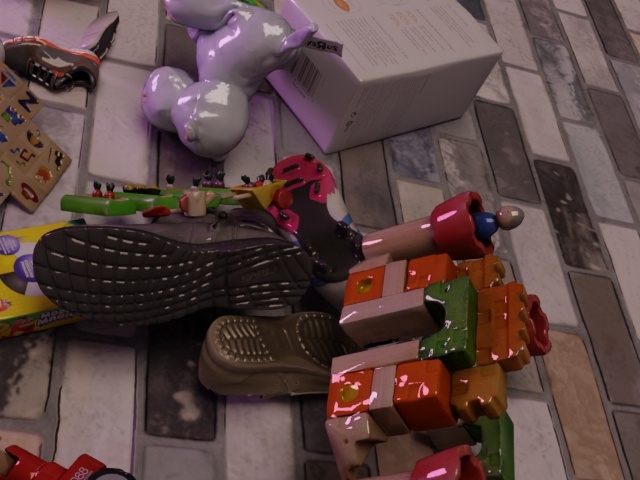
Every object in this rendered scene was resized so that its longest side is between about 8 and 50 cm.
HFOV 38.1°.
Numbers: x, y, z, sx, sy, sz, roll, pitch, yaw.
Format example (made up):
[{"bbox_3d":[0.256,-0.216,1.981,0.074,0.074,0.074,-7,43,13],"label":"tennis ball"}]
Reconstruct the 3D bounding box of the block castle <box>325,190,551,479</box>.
[{"bbox_3d":[0.180,0.184,1.088,0.303,0.213,0.453,54,32,-35],"label":"block castle"}]

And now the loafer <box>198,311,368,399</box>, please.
[{"bbox_3d":[-0.047,0.150,1.185,0.269,0.092,0.102,12,47,-38],"label":"loafer"}]

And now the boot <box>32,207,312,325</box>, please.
[{"bbox_3d":[-0.195,0.017,1.174,0.338,0.118,0.223,6,14,-22],"label":"boot"}]

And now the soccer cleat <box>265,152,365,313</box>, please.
[{"bbox_3d":[0.000,0.000,1.339,0.116,0.143,0.331,-24,38,-2],"label":"soccer cleat"}]

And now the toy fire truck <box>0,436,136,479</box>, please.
[{"bbox_3d":[-0.327,0.273,0.908,0.246,0.158,0.217,25,44,13],"label":"toy fire truck"}]

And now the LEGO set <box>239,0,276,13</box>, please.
[{"bbox_3d":[-0.164,-0.396,1.603,0.227,0.087,0.093,43,31,13],"label":"LEGO set"}]

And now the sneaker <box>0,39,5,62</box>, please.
[{"bbox_3d":[-0.601,-0.263,1.256,0.296,0.123,0.178,20,36,-11],"label":"sneaker"}]

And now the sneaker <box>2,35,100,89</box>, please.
[{"bbox_3d":[-0.407,-0.260,1.388,0.158,0.061,0.064,2,57,-24],"label":"sneaker"}]

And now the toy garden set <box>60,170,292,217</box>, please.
[{"bbox_3d":[-0.179,-0.065,1.213,0.204,0.049,0.244,7,10,43],"label":"toy garden set"}]

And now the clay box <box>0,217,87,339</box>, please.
[{"bbox_3d":[-0.351,0.046,1.149,0.222,0.053,0.127,-13,59,-33],"label":"clay box"}]

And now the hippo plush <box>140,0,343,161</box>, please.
[{"bbox_3d":[-0.136,-0.239,1.409,0.294,0.236,0.234,27,6,20],"label":"hippo plush"}]

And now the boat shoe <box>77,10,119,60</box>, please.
[{"bbox_3d":[-0.350,-0.327,1.489,0.046,0.038,0.125,-12,37,18],"label":"boat shoe"}]

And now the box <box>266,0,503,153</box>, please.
[{"bbox_3d":[0.106,-0.313,1.609,0.345,0.168,0.215,-19,61,-36],"label":"box"}]

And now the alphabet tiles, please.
[{"bbox_3d":[-0.442,-0.154,1.230,0.237,0.009,0.198,48,39,-24],"label":"alphabet tiles"}]
